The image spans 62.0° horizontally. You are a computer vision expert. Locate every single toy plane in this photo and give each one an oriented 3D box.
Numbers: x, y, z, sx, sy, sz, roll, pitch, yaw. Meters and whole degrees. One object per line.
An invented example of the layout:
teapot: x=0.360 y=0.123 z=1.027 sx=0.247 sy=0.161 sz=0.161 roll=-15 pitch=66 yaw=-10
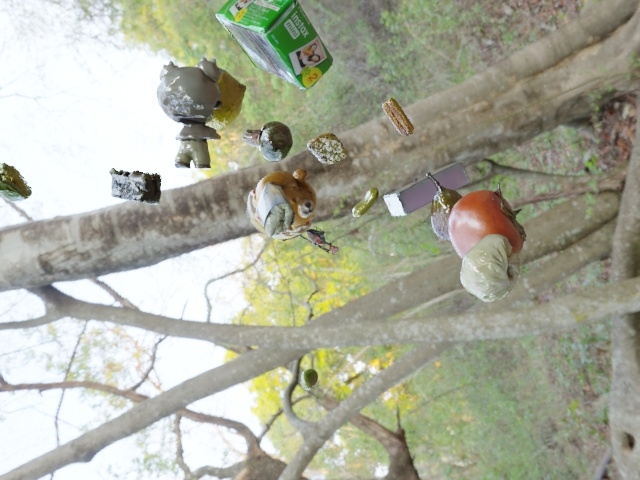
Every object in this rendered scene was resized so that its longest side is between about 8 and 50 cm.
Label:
toy plane: x=0.000 y=0.000 z=1.810 sx=0.145 sy=0.060 sz=0.037 roll=29 pitch=-154 yaw=-11

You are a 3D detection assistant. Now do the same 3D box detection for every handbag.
handbag: x=-0.140 y=-0.091 z=1.664 sx=0.095 sy=0.117 sz=0.173 roll=11 pitch=-154 yaw=-26

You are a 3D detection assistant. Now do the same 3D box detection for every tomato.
tomato: x=0.533 y=-0.037 z=1.715 sx=0.255 sy=0.224 sz=0.256 roll=37 pitch=-141 yaw=-39

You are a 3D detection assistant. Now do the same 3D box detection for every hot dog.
hot dog: x=0.304 y=-0.477 z=2.071 sx=0.045 sy=0.071 sz=0.165 roll=-42 pitch=-81 yaw=-31

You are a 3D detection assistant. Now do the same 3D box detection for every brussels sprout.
brussels sprout: x=-1.045 y=-0.186 z=1.793 sx=0.139 sy=0.100 sz=0.181 roll=50 pitch=165 yaw=4

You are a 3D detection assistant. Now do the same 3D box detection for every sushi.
sushi: x=-0.633 y=-0.190 z=1.867 sx=0.147 sy=0.212 sz=0.115 roll=6 pitch=-86 yaw=-52

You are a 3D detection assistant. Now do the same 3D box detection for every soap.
soap: x=0.423 y=-0.207 z=2.168 sx=0.107 sy=0.296 sz=0.285 roll=63 pitch=179 yaw=-2
soap: x=0.174 y=-0.144 z=2.034 sx=0.045 sy=0.140 sz=0.089 roll=38 pitch=-168 yaw=-14

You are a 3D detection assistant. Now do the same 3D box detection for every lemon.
lemon: x=-0.436 y=-0.547 z=2.078 sx=0.253 sy=0.310 sz=0.254 roll=-13 pitch=-90 yaw=-87

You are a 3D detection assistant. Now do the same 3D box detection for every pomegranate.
pomegranate: x=-0.167 y=-0.340 z=1.774 sx=0.163 sy=0.126 sz=0.138 roll=35 pitch=161 yaw=10

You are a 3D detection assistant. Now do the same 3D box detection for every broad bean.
broad bean: x=-0.041 y=0.498 z=1.918 sx=0.063 sy=0.045 sz=0.083 roll=31 pitch=-134 yaw=-1

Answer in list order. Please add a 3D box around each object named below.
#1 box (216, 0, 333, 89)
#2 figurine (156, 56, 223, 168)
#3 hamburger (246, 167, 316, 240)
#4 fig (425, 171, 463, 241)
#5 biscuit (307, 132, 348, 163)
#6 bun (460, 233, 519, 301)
box: x=-0.099 y=-0.436 z=1.142 sx=0.250 sy=0.103 sz=0.180 roll=39 pitch=175 yaw=43
figurine: x=-0.457 y=-0.440 z=1.865 sx=0.203 sy=0.248 sz=0.381 roll=-22 pitch=-68 yaw=-67
hamburger: x=-0.136 y=-0.155 z=2.093 sx=0.237 sy=0.276 sz=0.277 roll=-55 pitch=44 yaw=52
fig: x=0.460 y=-0.129 z=1.948 sx=0.274 sy=0.145 sz=0.170 roll=63 pitch=163 yaw=-10
biscuit: x=0.030 y=-0.353 z=2.056 sx=0.029 sy=0.118 sz=0.247 roll=70 pitch=-167 yaw=18
bun: x=0.504 y=0.082 z=1.533 sx=0.178 sy=0.193 sz=0.128 roll=44 pitch=170 yaw=-36
